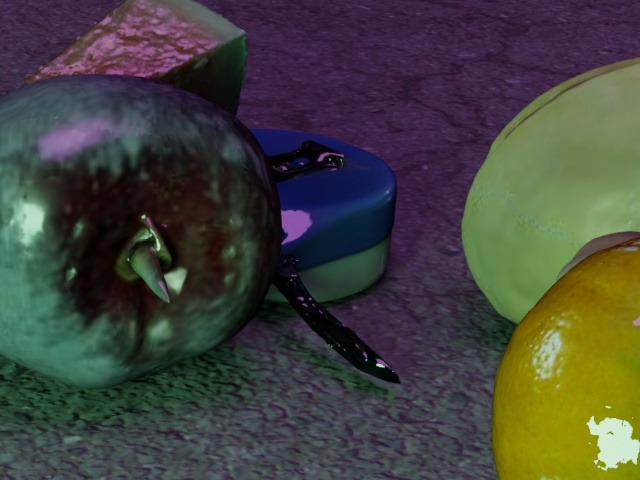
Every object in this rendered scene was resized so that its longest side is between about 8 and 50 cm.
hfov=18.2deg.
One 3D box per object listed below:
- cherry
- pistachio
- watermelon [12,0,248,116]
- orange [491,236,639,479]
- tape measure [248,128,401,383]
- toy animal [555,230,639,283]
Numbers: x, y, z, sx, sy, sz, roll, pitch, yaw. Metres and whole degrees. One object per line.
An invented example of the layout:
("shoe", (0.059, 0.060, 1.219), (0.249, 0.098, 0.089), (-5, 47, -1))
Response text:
("cherry", (-0.159, -0.011, 1.425), (0.255, 0.218, 0.296), (-10, 12, -25))
("pistachio", (0.270, -0.024, 1.525), (0.321, 0.238, 0.229), (-10, 11, 18))
("watermelon", (-0.198, -0.090, 1.683), (0.140, 0.193, 0.256), (34, 39, 21))
("orange", (0.211, 0.107, 1.088), (0.240, 0.240, 0.171), (-8, -4, -29))
("tape measure", (0.000, 0.000, 1.596), (0.215, 0.098, 0.351), (-17, 33, -41))
("toy animal", (0.270, 0.086, 1.324), (0.221, 0.210, 0.229), (-11, -24, 44))
